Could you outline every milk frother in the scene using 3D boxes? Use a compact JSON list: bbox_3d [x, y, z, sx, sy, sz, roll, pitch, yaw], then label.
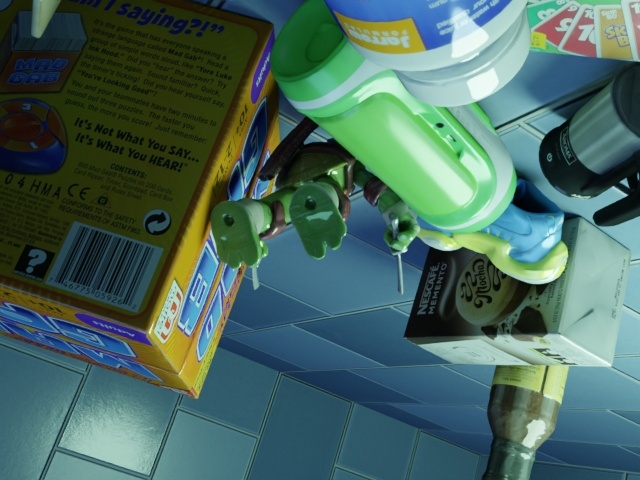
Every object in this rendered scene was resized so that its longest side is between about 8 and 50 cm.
[{"bbox_3d":[0.312,-0.091,0.707,0.143,0.129,0.135,-22,170,-18],"label":"milk frother"}]

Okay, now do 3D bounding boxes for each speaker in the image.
[{"bbox_3d":[0.085,-0.121,0.755,0.131,0.131,0.296,-2,152,44],"label":"speaker"}]

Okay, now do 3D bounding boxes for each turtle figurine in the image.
[{"bbox_3d":[0.000,0.000,0.837,0.198,0.275,0.266,24,-163,13],"label":"turtle figurine"}]

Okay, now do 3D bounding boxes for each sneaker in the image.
[{"bbox_3d":[0.211,-0.042,0.952,0.240,0.091,0.126,23,130,28],"label":"sneaker"}]

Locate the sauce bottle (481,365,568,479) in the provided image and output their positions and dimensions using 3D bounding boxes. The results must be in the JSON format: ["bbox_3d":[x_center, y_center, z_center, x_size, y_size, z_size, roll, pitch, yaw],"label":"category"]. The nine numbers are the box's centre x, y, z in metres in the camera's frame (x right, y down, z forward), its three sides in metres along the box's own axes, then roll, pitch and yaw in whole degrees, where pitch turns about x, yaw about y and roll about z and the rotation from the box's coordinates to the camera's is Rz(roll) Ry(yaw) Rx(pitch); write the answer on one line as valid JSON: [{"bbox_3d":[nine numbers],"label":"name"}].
[{"bbox_3d":[0.321,0.228,1.149,0.111,0.344,0.111,18,161,6],"label":"sauce bottle"}]

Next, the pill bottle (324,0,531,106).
[{"bbox_3d":[0.060,-0.212,0.495,0.152,0.152,0.272,6,156,30],"label":"pill bottle"}]

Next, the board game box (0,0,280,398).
[{"bbox_3d":[-0.272,-0.059,0.888,0.356,0.356,0.356,17,159,5],"label":"board game box"}]

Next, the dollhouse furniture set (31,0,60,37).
[{"bbox_3d":[-0.342,-0.299,0.573,0.301,0.151,0.197,21,154,-15],"label":"dollhouse furniture set"}]

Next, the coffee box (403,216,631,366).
[{"bbox_3d":[0.275,0.085,1.069,0.119,0.168,0.297,29,157,-26],"label":"coffee box"}]

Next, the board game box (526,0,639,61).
[{"bbox_3d":[0.212,-0.221,0.519,0.124,0.039,0.259,11,156,18],"label":"board game box"}]
